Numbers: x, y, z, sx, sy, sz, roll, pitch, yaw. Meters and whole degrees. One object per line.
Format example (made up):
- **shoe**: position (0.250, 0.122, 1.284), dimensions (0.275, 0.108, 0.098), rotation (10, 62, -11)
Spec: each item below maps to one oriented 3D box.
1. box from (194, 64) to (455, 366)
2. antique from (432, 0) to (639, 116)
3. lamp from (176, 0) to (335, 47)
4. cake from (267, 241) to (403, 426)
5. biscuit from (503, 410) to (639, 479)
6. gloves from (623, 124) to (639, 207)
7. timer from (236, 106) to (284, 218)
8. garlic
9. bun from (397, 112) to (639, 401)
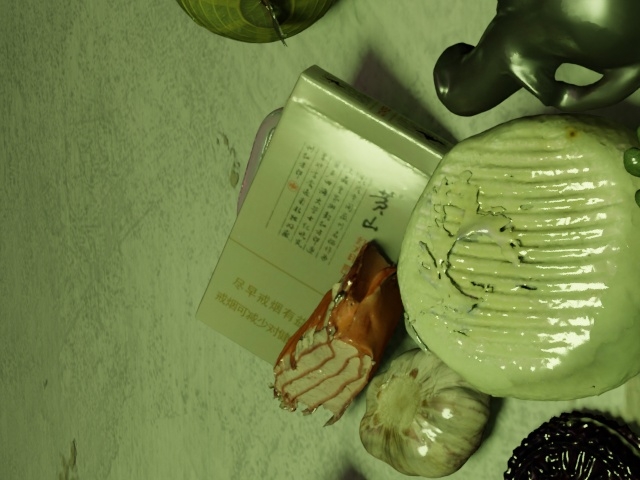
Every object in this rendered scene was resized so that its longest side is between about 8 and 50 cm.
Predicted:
- **box**: position (0.000, -0.001, 1.220), dimensions (0.204, 0.051, 0.365), rotation (31, 121, 8)
- **antique**: position (0.234, -0.271, 0.897), dimensions (0.255, 0.185, 0.322), rotation (-6, 83, 58)
- **lamp**: position (-0.078, -0.339, 1.239), dimensions (0.250, 0.250, 0.284), rotation (-48, 42, 41)
- **cake**: position (0.013, 0.128, 1.180), dimensions (0.287, 0.098, 0.135), rotation (-61, 3, 38)
- **biscuit**: position (0.249, 0.258, 0.976), dimensions (0.194, 0.053, 0.195), rotation (1, 91, 52)
- **gloves**: position (0.361, -0.086, 0.770), dimensions (0.268, 0.107, 0.135), rotation (-23, 47, 28)
- **timer**: position (-0.028, -0.057, 1.328), dimensions (0.191, 0.069, 0.208), rotation (41, 123, 43)
- **garlic**: position (0.117, 0.186, 1.114), dimensions (0.159, 0.102, 0.147), rotation (-34, 49, 35)
- **bun**: position (0.202, 0.015, 0.950), dimensions (0.273, 0.168, 0.273), rotation (-4, 83, 38)
